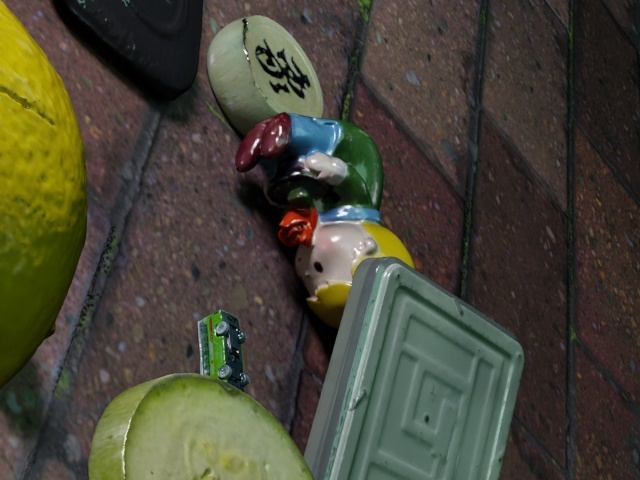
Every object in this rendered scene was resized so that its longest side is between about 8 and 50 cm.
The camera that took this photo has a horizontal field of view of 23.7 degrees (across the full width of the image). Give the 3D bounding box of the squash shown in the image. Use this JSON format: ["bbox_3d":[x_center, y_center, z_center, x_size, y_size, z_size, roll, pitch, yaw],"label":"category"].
[{"bbox_3d":[-0.086,0.229,1.230,0.252,0.049,0.252,38,38,-38],"label":"squash"}]

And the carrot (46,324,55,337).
[{"bbox_3d":[-0.272,-0.038,1.130,0.260,0.070,0.070,63,28,3],"label":"carrot"}]

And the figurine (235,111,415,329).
[{"bbox_3d":[0.008,-0.004,1.512,0.185,0.127,0.234,18,63,-49],"label":"figurine"}]

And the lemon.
[{"bbox_3d":[-0.277,-0.030,0.883,0.297,0.297,0.297,39,36,-37],"label":"lemon"}]

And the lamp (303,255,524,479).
[{"bbox_3d":[0.094,0.179,1.468,0.269,0.047,0.266,32,66,-45],"label":"lamp"}]

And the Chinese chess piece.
[{"bbox_3d":[-0.056,-0.166,1.597,0.144,0.058,0.144,38,38,-37],"label":"Chinese chess piece"}]

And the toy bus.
[{"bbox_3d":[-0.087,0.105,1.344,0.031,0.037,0.083,32,42,-46],"label":"toy bus"}]

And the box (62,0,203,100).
[{"bbox_3d":[-0.186,-0.257,1.473,0.201,0.042,0.212,42,36,-38],"label":"box"}]
